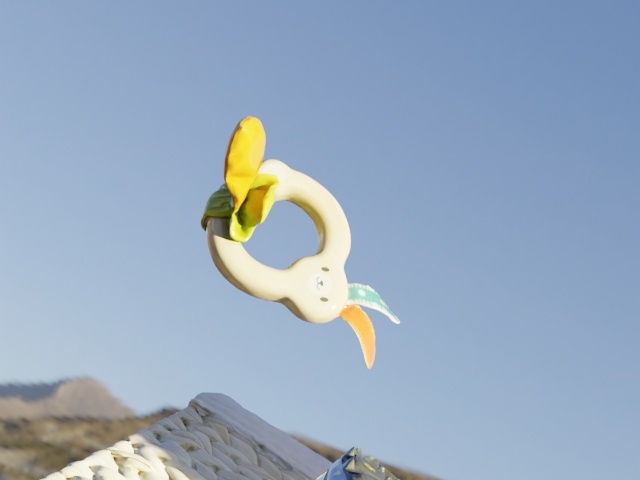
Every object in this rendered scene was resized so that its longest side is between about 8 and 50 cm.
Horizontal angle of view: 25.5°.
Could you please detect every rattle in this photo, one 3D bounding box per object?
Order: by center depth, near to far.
[{"bbox_3d":[0.000,0.000,1.181,0.199,0.130,0.142,50,-45,15],"label":"rattle"}]

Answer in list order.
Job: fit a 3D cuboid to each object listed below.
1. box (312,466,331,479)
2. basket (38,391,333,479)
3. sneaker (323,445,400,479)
[{"bbox_3d":[-0.077,0.208,0.761,0.044,0.159,0.233,54,28,7],"label":"box"},{"bbox_3d":[-0.088,0.365,1.190,0.331,0.328,0.266,29,29,30],"label":"basket"},{"bbox_3d":[0.021,0.179,0.652,0.085,0.086,0.237,41,18,-19],"label":"sneaker"}]
